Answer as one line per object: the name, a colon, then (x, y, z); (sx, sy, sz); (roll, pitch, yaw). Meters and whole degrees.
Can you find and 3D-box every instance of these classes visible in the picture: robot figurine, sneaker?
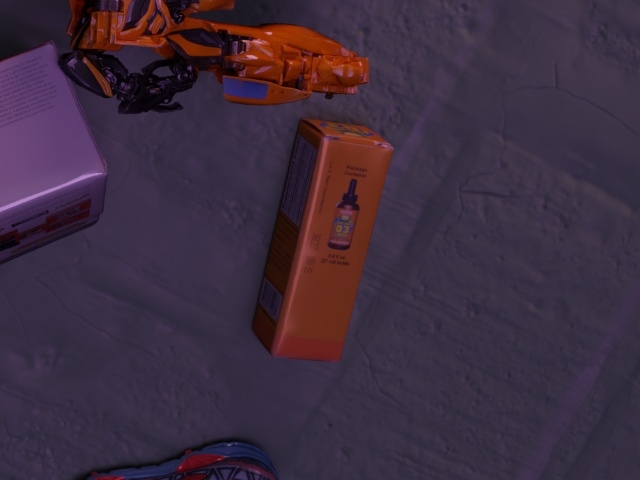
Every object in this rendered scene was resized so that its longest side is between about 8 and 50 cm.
robot figurine: (-0.092, -0.208, 1.553); (0.291, 0.085, 0.211); (2, 92, -34)
sneaker: (-0.159, 0.282, 1.826); (0.262, 0.125, 0.104); (-21, 114, -11)

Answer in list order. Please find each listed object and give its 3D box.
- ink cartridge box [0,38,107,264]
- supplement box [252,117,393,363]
ink cartridge box: (-0.355, -0.034, 1.613); (0.309, 0.272, 0.130); (-22, 84, -11)
supplement box: (0.000, 0.000, 1.806); (0.078, 0.080, 0.233); (8, 108, -22)
